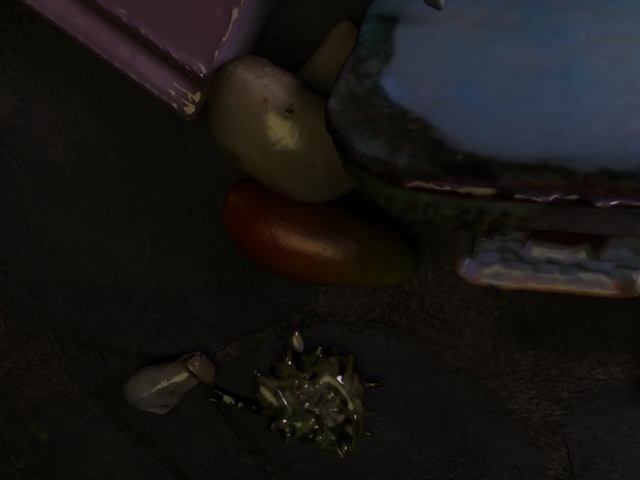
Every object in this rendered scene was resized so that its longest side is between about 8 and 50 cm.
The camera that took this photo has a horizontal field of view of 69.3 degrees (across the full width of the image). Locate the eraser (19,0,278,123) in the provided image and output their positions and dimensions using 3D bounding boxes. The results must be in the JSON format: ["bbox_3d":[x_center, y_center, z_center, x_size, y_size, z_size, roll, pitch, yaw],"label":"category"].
[{"bbox_3d":[-0.223,-0.353,0.526,0.359,0.122,0.272,36,123,-5],"label":"eraser"}]

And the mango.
[{"bbox_3d":[-0.001,-0.003,0.650,0.289,0.129,0.146,13,149,7],"label":"mango"}]

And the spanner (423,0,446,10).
[{"bbox_3d":[0.074,-0.286,0.271,0.071,0.017,0.302,10,145,26],"label":"spanner"}]

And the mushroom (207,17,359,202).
[{"bbox_3d":[-0.015,-0.158,0.545,0.207,0.207,0.215,36,90,-5],"label":"mushroom"}]

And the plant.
[{"bbox_3d":[-0.043,0.286,0.876,0.251,0.180,0.333,35,156,-12],"label":"plant"}]

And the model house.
[{"bbox_3d":[0.217,-0.065,0.490,0.360,0.297,0.339,4,151,15],"label":"model house"}]

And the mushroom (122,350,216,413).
[{"bbox_3d":[-0.313,0.284,0.947,0.225,0.093,0.116,-40,120,22],"label":"mushroom"}]
